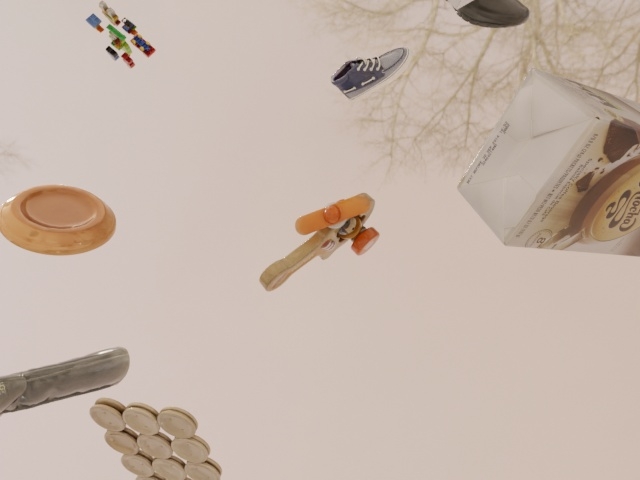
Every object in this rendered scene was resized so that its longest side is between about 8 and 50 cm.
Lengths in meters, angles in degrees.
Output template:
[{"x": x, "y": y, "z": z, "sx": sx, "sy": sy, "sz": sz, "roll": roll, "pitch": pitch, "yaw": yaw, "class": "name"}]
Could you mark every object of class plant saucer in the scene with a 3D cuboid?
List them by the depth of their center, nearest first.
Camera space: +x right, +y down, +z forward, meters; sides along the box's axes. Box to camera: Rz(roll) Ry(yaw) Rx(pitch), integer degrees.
[{"x": -0.487, "y": -0.048, "z": 0.942, "sx": 0.200, "sy": 0.037, "sz": 0.200, "roll": 16, "pitch": -148, "yaw": -10, "class": "plant saucer"}]

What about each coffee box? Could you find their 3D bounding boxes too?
[{"x": 0.347, "y": -0.081, "z": 0.622, "sx": 0.297, "sy": 0.168, "sz": 0.119, "roll": 4, "pitch": -140, "yaw": -27, "class": "coffee box"}]

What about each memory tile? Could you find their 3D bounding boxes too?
[{"x": -0.152, "y": 0.208, "z": 0.490, "sx": 0.113, "sy": 0.148, "sz": 0.012, "roll": -3, "pitch": -147, "yaw": 17, "class": "memory tile"}]

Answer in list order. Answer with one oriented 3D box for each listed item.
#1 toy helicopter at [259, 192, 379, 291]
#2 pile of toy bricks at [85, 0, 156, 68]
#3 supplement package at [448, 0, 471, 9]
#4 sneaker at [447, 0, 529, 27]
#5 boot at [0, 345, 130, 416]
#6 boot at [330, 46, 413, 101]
[{"x": 0.000, "y": 0.000, "z": 1.226, "sx": 0.355, "sy": 0.235, "sz": 0.140, "roll": -37, "pitch": -106, "yaw": -20, "class": "toy helicopter"}, {"x": -0.589, "y": -0.588, "z": 1.494, "sx": 0.212, "sy": 0.105, "sz": 0.118, "roll": 41, "pitch": -100, "yaw": 2, "class": "pile of toy bricks"}, {"x": 0.216, "y": -0.535, "z": 0.826, "sx": 0.139, "sy": 0.134, "sz": 0.244, "roll": -33, "pitch": -102, "yaw": -14, "class": "supplement package"}, {"x": 0.325, "y": -0.553, "z": 1.073, "sx": 0.286, "sy": 0.130, "sz": 0.109, "roll": 40, "pitch": -130, "yaw": 19, "class": "sneaker"}, {"x": -0.414, "y": 0.218, "z": 0.741, "sx": 0.189, "sy": 0.208, "sz": 0.076, "roll": -26, "pitch": -97, "yaw": 36, "class": "boot"}, {"x": 0.117, "y": -0.401, "z": 1.177, "sx": 0.190, "sy": 0.086, "sz": 0.069, "roll": -31, "pitch": -128, "yaw": 30, "class": "boot"}]
